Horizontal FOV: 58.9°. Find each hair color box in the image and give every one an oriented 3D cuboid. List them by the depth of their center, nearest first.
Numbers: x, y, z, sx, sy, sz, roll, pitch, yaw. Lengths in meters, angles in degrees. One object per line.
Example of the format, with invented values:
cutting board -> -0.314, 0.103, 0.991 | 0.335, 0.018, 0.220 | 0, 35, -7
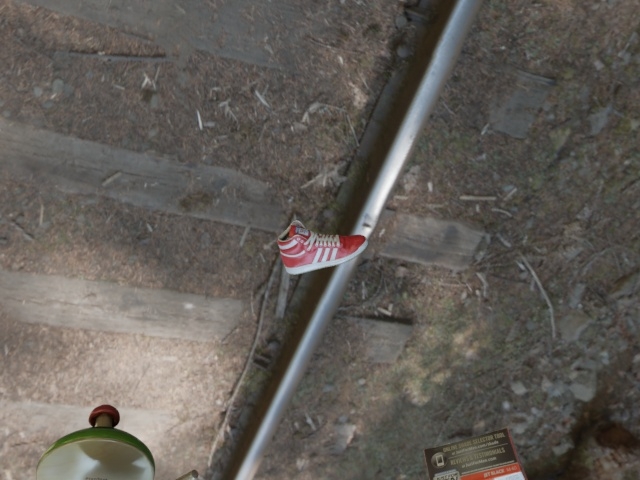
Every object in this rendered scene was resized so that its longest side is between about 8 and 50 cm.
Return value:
hair color box -> 0.183, 0.279, 0.618 | 0.093, 0.053, 0.167 | -20, 126, 13

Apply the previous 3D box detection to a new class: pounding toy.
pounding toy -> -0.353, 0.370, 0.975 | 0.183, 0.110, 0.237 | -43, 120, 15

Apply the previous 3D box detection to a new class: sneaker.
sneaker -> 0.000, 0.000, 0.755 | 0.118, 0.042, 0.067 | -18, 120, 6
